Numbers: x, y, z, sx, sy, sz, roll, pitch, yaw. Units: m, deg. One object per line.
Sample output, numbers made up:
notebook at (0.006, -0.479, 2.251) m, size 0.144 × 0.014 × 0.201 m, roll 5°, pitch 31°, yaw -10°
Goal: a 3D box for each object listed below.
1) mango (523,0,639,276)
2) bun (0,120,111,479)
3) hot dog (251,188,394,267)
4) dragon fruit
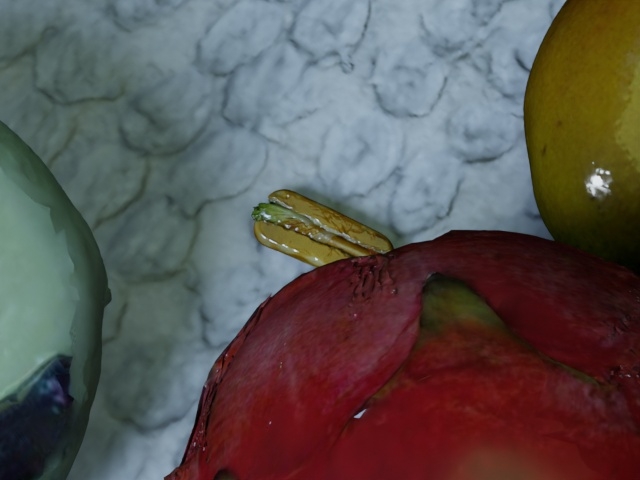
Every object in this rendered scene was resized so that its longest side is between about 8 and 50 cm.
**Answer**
mango at (0.192, -0.083, 0.934) m, size 0.151 × 0.120 × 0.221 m, roll 39°, pitch 75°, yaw 8°
bun at (-0.256, 0.046, 0.785) m, size 0.293 × 0.187 × 0.293 m, roll 0°, pitch 91°, yaw -22°
hot dog at (0.000, 0.000, 0.926) m, size 0.083 × 0.021 × 0.037 m, roll 27°, pitch 76°, yaw 4°
dragon fruit at (0.075, 0.141, 0.729) m, size 0.296 × 0.301 × 0.295 m, roll 0°, pitch 111°, yaw -1°
